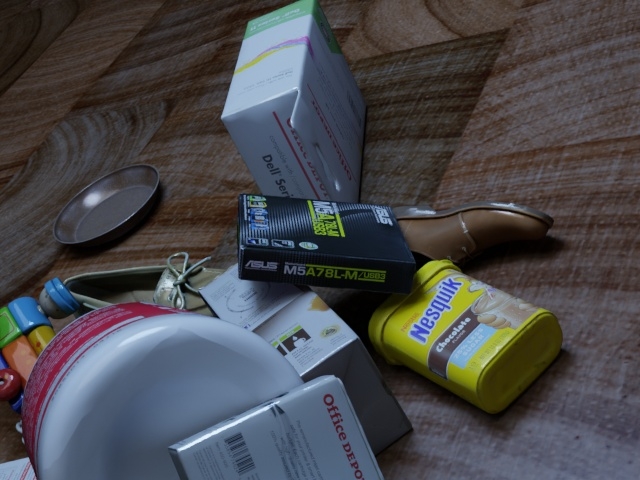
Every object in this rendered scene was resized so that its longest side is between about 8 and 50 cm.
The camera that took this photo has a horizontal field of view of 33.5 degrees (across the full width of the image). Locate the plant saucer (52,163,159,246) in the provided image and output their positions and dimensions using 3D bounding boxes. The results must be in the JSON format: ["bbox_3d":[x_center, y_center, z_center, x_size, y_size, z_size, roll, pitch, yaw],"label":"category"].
[{"bbox_3d":[-0.341,-0.050,1.731,0.199,0.036,0.198,-21,33,15],"label":"plant saucer"}]

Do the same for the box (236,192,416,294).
[{"bbox_3d":[0.000,0.000,1.177,0.184,0.045,0.190,3,20,-5],"label":"box"}]

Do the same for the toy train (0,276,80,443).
[{"bbox_3d":[-0.336,0.168,1.349,0.143,0.105,0.248,-39,58,-4],"label":"toy train"}]

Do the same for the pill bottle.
[{"bbox_3d":[-0.165,0.175,1.018,0.229,0.229,0.408,-40,12,-15],"label":"pill bottle"}]

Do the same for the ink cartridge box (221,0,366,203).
[{"bbox_3d":[-0.032,-0.162,1.476,0.119,0.207,0.353,-17,33,17],"label":"ink cartridge box"}]

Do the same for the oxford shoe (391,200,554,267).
[{"bbox_3d":[0.171,0.000,1.237,0.212,0.076,0.076,-6,64,38],"label":"oxford shoe"}]

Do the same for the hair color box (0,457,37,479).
[{"bbox_3d":[-0.339,0.300,1.224,0.167,0.053,0.093,-17,33,22],"label":"hair color box"}]

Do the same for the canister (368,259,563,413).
[{"bbox_3d":[0.149,0.097,1.099,0.126,0.073,0.170,-41,35,-18],"label":"canister"}]

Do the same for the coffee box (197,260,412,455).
[{"bbox_3d":[-0.023,0.122,1.136,0.098,0.141,0.246,-35,33,-9],"label":"coffee box"}]

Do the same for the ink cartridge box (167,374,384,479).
[{"bbox_3d":[-0.033,0.174,0.811,0.135,0.099,0.056,-22,-2,-18],"label":"ink cartridge box"}]

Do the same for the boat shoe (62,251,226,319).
[{"bbox_3d":[-0.221,0.077,1.405,0.285,0.089,0.104,-11,36,27],"label":"boat shoe"}]
